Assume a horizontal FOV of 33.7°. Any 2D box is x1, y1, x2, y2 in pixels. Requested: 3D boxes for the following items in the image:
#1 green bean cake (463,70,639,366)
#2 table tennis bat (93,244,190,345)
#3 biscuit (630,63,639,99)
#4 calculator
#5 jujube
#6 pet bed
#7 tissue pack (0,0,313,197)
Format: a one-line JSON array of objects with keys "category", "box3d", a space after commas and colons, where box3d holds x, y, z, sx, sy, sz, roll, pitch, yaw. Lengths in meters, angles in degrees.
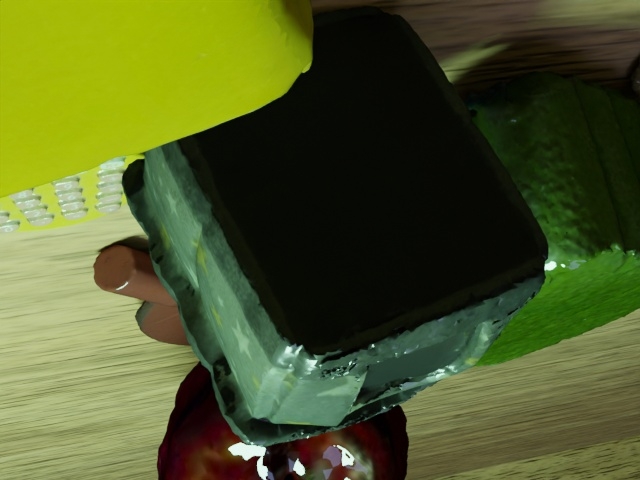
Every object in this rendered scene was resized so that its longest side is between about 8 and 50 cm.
[{"category": "green bean cake", "box3d": [0.141, -0.003, 0.792, 0.250, 0.156, 0.247, -28, 158, 38]}, {"category": "table tennis bat", "box3d": [-0.086, 0.052, 0.953, 0.200, 0.038, 0.310, -24, 157, 23]}, {"category": "biscuit", "box3d": [0.281, -0.130, 0.758, 0.120, 0.015, 0.120, -13, 159, -5]}, {"category": "calculator", "box3d": [-0.175, -0.057, 0.630, 0.146, 0.032, 0.235, -12, 160, -8]}, {"category": "jujube", "box3d": [-0.045, 0.211, 1.021, 0.258, 0.258, 0.377, -12, 165, -7]}, {"category": "pet bed", "box3d": [0.000, 0.000, 0.609, 0.183, 0.211, 0.159, -21, 157, -21]}, {"category": "tissue pack", "box3d": [-0.118, -0.129, 0.338, 0.192, 0.134, 0.271, -17, 159, 4]}]
